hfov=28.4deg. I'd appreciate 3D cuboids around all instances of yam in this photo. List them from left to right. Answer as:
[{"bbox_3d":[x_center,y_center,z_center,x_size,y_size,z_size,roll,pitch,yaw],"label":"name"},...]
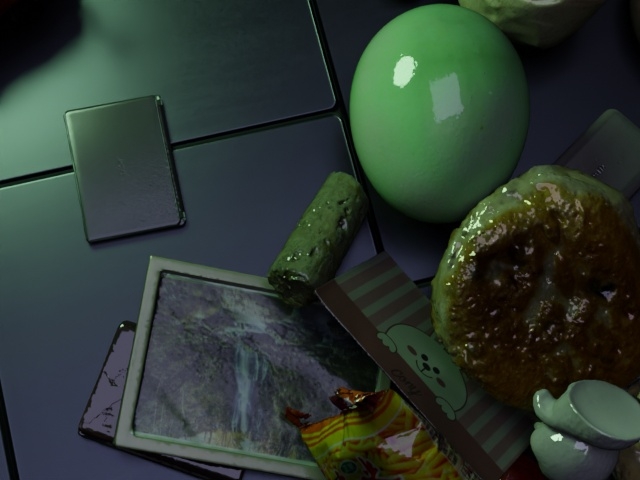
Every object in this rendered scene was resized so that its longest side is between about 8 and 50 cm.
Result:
[{"bbox_3d":[0.000,0.000,1.551,0.078,0.078,0.179,27,53,4],"label":"yam"}]

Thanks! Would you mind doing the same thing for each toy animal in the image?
[{"bbox_3d":[0.290,0.260,1.478,0.131,0.220,0.104,38,41,26],"label":"toy animal"}]

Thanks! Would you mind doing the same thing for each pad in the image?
[{"bbox_3d":[0.135,0.144,1.502,0.300,0.202,0.005,48,120,9],"label":"pad"}]

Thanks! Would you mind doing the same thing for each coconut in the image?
[{"bbox_3d":[0.277,-0.352,1.604,0.224,0.224,0.224,1,75,-3],"label":"coconut"}]

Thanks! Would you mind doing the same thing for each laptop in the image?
[{"bbox_3d":[-0.250,-0.092,1.611,0.129,0.016,0.180,-11,76,-6],"label":"laptop"},{"bbox_3d":[-0.172,0.199,1.536,0.207,0.026,0.154,19,73,1],"label":"laptop"}]

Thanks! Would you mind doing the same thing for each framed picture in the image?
[{"bbox_3d":[-0.071,0.161,1.530,0.324,0.020,0.240,13,75,-9],"label":"framed picture"}]

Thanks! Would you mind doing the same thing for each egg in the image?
[{"bbox_3d":[0.145,-0.155,1.545,0.220,0.220,0.269,4,76,-2],"label":"egg"}]

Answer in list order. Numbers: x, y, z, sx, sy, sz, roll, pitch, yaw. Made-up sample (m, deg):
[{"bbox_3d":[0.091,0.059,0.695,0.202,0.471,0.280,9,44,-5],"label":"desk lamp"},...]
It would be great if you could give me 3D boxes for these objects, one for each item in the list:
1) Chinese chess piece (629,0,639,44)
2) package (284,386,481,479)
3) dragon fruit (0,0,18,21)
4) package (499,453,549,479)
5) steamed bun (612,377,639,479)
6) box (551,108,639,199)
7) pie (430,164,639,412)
[{"bbox_3d":[0.539,-0.317,1.673,0.257,0.104,0.257,1,75,-2],"label":"Chinese chess piece"},{"bbox_3d":[0.096,0.276,1.424,0.108,0.223,0.288,-38,93,-33],"label":"package"},{"bbox_3d":[-0.460,-0.360,1.560,0.269,0.250,0.291,20,90,-22],"label":"dragon fruit"},{"bbox_3d":[0.220,0.355,1.519,0.083,0.022,0.200,30,74,4],"label":"package"},{"bbox_3d":[0.489,0.271,1.502,0.295,0.137,0.292,-36,83,-14],"label":"steamed bun"},{"bbox_3d":[0.327,-0.054,1.615,0.103,0.055,0.244,44,78,8],"label":"box"},{"bbox_3d":[0.273,0.067,1.505,0.315,0.092,0.315,-3,99,-19],"label":"pie"}]
